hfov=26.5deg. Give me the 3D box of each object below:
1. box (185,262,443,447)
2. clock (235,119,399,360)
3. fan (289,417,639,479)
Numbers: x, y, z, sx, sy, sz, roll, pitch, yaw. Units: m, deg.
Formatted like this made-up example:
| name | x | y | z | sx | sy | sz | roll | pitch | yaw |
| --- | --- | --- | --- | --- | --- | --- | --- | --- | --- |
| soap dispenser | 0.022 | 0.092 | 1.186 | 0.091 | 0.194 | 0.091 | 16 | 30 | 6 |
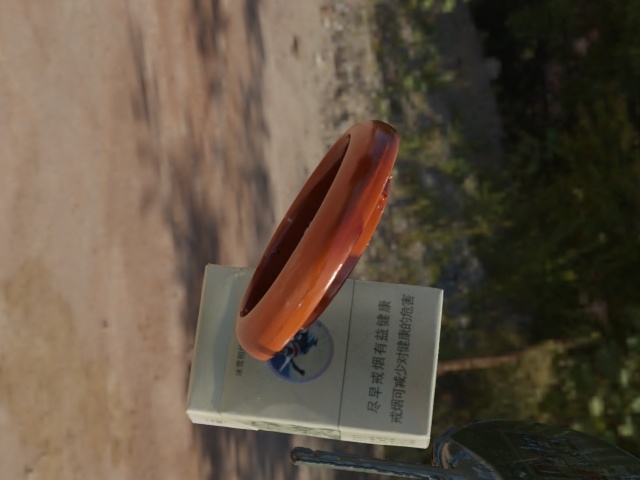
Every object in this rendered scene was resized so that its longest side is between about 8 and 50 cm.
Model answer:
| name | x | y | z | sx | sy | sz | roll | pitch | yaw |
| --- | --- | --- | --- | --- | --- | --- | --- | --- | --- |
| box | -0.005 | 0.123 | 1.443 | 0.069 | 0.256 | 0.164 | 82 | 14 | -73 |
| clock | 0.000 | 0.000 | 1.035 | 0.205 | 0.051 | 0.205 | -57 | -173 | 12 |
| fan | 0.145 | 0.168 | 1.011 | 0.223 | 0.294 | 0.012 | -39 | 144 | -69 |
